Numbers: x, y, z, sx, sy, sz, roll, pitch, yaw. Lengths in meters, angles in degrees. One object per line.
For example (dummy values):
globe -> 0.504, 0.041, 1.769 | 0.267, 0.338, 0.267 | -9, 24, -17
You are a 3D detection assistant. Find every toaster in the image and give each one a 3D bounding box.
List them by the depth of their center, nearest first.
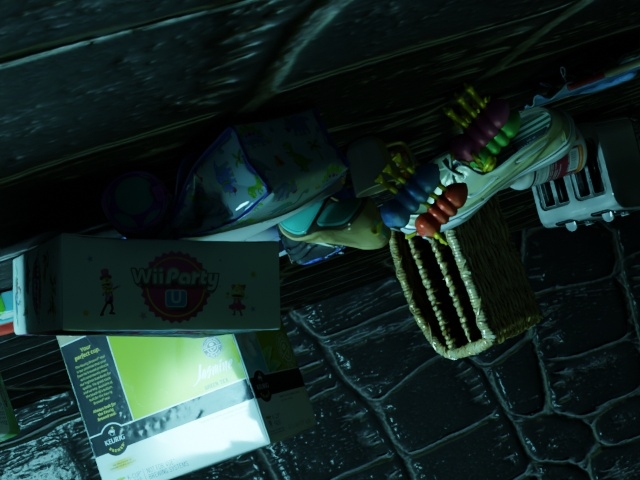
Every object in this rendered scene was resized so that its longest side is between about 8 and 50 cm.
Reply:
toaster -> 0.442, -0.117, 1.831 | 0.110, 0.186, 0.168 | -11, 176, -39

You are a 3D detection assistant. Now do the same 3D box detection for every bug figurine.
bug figurine -> 0.158, -0.083, 1.341 | 0.216, 0.072, 0.279 | -51, 165, 9

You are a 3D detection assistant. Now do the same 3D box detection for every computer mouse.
computer mouse -> -0.113, 0.009, 1.642 | 0.193, 0.042, 0.106 | -26, -144, -25

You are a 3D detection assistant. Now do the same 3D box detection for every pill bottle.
pill bottle -> 0.333, -0.129, 1.738 | 0.152, 0.086, 0.086 | -17, 172, -19

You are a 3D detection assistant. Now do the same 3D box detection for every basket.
basket -> 0.217, 0.057, 1.960 | 0.213, 0.299, 0.223 | -24, 174, 35

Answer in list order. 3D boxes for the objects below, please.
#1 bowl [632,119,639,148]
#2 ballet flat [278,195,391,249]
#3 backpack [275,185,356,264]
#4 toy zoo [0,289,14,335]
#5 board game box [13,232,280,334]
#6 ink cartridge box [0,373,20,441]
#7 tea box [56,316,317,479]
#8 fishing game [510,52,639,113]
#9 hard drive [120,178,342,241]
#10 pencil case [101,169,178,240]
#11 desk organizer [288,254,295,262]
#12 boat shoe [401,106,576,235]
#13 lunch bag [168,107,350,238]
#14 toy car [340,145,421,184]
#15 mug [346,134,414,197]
bowl -> 0.506, -0.157, 1.924 | 0.170, 0.080, 0.170 | -38, -161, 16
ballet flat -> 0.016, -0.018, 1.466 | 0.080, 0.073, 0.232 | -54, -157, -12
backpack -> 0.004, -0.019, 1.608 | 0.120, 0.098, 0.101 | -28, 173, 41
toy zoo -> -0.404, 0.093, 1.579 | 0.293, 0.030, 0.192 | -15, 171, -35
board game box -> -0.200, 0.056, 1.206 | 0.224, 0.097, 0.303 | 2, 172, -23
ink cartridge box -> -0.399, 0.114, 1.079 | 0.117, 0.201, 0.278 | -20, 172, -8
tea box -> -0.232, 0.234, 1.929 | 0.329, 0.323, 0.220 | -22, 172, 20
fishing game -> 0.338, -0.206, 1.380 | 0.189, 0.041, 0.264 | -20, -179, -2
hard drive -> -0.153, -0.014, 1.439 | 0.318, 0.040, 0.210 | -26, 171, 35
pencil case -> -0.181, -0.029, 1.166 | 0.070, 0.064, 0.152 | -9, 173, 0
desk organizer -> 0.000, 0.000, 1.936 | 0.050, 0.047, 0.130 | -30, 168, 40
boat shoe -> 0.221, -0.110, 1.603 | 0.302, 0.109, 0.094 | -33, 153, 21
lunch bag -> -0.069, -0.058, 1.112 | 0.129, 0.096, 0.151 | -19, 164, -45
toy car -> 0.078, -0.091, 1.459 | 0.122, 0.060, 0.040 | -24, 143, -28
mug -> 0.067, -0.094, 1.359 | 0.078, 0.064, 0.062 | -13, 170, -45
